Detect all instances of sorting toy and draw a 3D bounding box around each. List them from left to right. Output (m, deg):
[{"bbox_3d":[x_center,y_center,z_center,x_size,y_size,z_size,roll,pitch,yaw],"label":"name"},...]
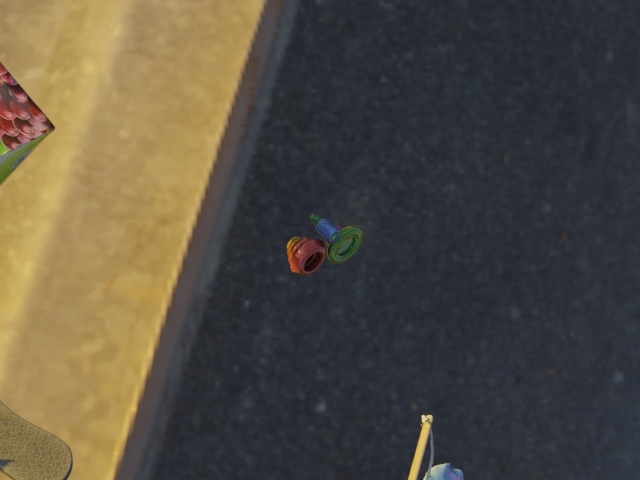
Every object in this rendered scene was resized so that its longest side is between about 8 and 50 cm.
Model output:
[{"bbox_3d":[0.000,0.000,1.554,0.102,0.042,0.061,-22,141,-35],"label":"sorting toy"}]

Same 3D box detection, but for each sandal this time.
[{"bbox_3d":[-0.425,0.232,1.673,0.254,0.054,0.097,39,68,6],"label":"sandal"}]

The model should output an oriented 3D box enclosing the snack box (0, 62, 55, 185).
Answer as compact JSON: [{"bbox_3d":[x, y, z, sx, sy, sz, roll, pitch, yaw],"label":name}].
[{"bbox_3d":[-0.220,0.015,0.490,0.070,0.174,0.207,50,34,0],"label":"snack box"}]

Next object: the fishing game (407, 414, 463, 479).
[{"bbox_3d":[0.108,0.296,1.233,0.189,0.041,0.264,-67,146,-48],"label":"fishing game"}]
